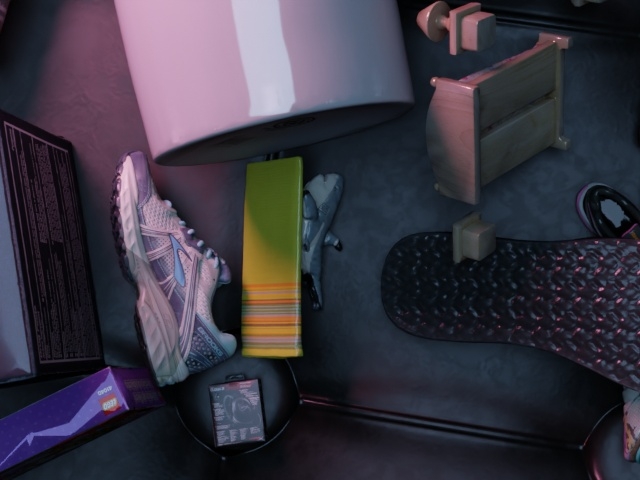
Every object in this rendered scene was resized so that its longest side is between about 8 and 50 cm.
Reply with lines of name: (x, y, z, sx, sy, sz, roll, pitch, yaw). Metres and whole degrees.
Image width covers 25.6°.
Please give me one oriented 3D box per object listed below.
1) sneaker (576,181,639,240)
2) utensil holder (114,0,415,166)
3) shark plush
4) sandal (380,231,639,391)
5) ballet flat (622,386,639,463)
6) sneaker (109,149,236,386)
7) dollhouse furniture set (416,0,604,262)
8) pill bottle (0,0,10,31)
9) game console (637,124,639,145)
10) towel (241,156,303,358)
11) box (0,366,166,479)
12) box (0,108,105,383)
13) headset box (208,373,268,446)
sneaker: (0.365, 0.006, 1.642, 0.178, 0.077, 0.072, 44, 92, 5)
utensil holder: (-0.078, -0.303, 1.580, 0.328, 0.327, 0.385, -13, 87, 4)
shark plush: (0.000, 0.000, 1.687, 0.067, 0.073, 0.161, -1, 79, -26)
sandal: (0.292, 0.067, 1.623, 0.446, 0.107, 0.167, 12, 94, 23)
ballet flat: (0.403, 0.155, 1.638, 0.079, 0.077, 0.221, 37, 85, 24)
sneaker: (-0.176, 0.026, 1.689, 0.122, 0.110, 0.282, -13, 88, -14)
dollhouse furniture set: (0.196, -0.203, 1.633, 0.174, 0.303, 0.355, 19, 123, 38)
pill bottle: (-0.435, -0.365, 1.693, 0.161, 0.161, 0.283, 16, 88, 6)
game console: (0.578, -0.201, 1.557, 0.342, 0.060, 0.386, 23, 120, 5)
towel: (-0.054, 0.022, 1.676, 0.102, 0.021, 0.237, -3, 84, 47)
box: (-0.337, 0.231, 1.625, 0.293, 0.201, 0.057, -26, 84, 3)
box: (-0.384, 0.021, 1.596, 0.183, 0.294, 0.296, -10, 85, 4)
headset box: (-0.099, 0.202, 1.691, 0.062, 0.032, 0.083, -8, 85, 4)
